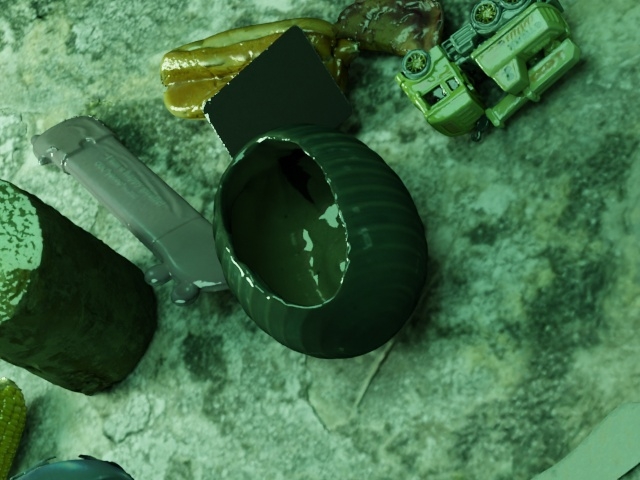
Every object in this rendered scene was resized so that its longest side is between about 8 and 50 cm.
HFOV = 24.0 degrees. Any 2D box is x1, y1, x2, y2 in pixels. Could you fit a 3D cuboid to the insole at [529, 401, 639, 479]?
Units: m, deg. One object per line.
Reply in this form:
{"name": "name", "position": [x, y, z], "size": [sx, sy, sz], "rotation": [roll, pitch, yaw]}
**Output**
{"name": "insole", "position": [0.204, 0.208, 1.246], "size": [0.197, 0.004, 0.065], "rotation": [-46, 49, 7]}

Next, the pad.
{"name": "pad", "position": [-0.047, -0.134, 1.547], "size": [0.157, 0.003, 0.112], "rotation": [-37, 81, 33]}

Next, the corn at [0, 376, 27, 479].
{"name": "corn", "position": [-0.365, 0.245, 1.599], "size": [0.067, 0.067, 0.206], "rotation": [5, 73, 38]}

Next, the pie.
{"name": "pie", "position": [0.072, -0.225, 1.545], "size": [0.170, 0.034, 0.092], "rotation": [13, 70, 46]}

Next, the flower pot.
{"name": "flower pot", "position": [0.000, 0.000, 1.401], "size": [0.189, 0.157, 0.243], "rotation": [-37, 50, 13]}

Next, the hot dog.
{"name": "hot dog", "position": [-0.060, -0.178, 1.593], "size": [0.249, 0.076, 0.102], "rotation": [-5, 97, 33]}

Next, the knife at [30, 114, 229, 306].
{"name": "knife", "position": [-0.194, -0.043, 1.628], "size": [0.132, 0.038, 0.399], "rotation": [-28, 43, -23]}

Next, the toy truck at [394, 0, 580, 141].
{"name": "toy truck", "position": [0.164, -0.164, 1.424], "size": [0.169, 0.077, 0.100], "rotation": [-35, 65, 13]}

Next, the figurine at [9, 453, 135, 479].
{"name": "figurine", "position": [-0.129, 0.372, 1.273], "size": [0.388, 0.248, 0.276], "rotation": [31, 90, 51]}

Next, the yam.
{"name": "yam", "position": [-0.283, 0.053, 1.521], "size": [0.161, 0.268, 0.161], "rotation": [-9, 66, 21]}
